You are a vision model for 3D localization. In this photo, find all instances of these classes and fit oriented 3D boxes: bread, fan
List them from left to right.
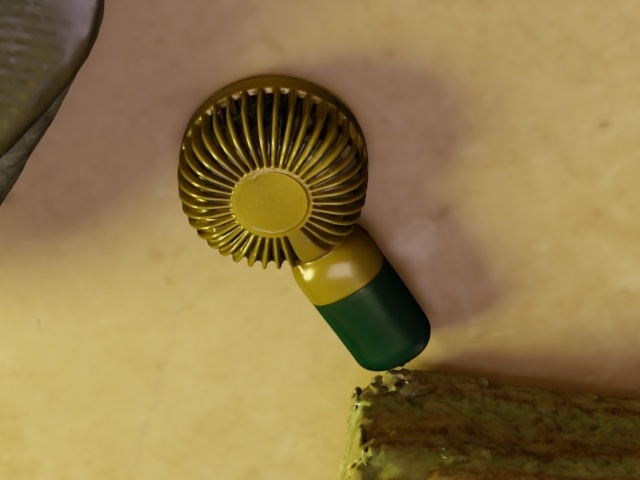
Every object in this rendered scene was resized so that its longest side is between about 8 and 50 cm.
[{"bbox_3d":[0.000,0.000,0.705,0.082,0.039,0.155,-29,119,17],"label":"fan"},{"bbox_3d":[0.101,0.139,0.759,0.196,0.102,0.138,8,125,-7],"label":"bread"}]

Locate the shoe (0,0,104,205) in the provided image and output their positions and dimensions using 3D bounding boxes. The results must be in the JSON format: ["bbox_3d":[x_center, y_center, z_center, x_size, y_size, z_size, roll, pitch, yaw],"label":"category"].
[{"bbox_3d":[-0.164,-0.041,0.647,0.103,0.098,0.275,35,118,-12],"label":"shoe"}]
